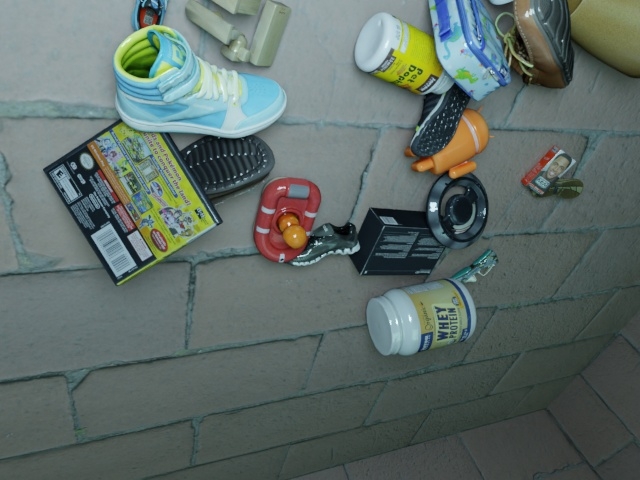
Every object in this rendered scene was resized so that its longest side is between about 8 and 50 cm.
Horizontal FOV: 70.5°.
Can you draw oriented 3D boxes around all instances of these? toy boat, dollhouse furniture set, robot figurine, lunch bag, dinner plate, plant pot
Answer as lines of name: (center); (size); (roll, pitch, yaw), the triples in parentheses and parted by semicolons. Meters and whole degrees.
toy boat: (-0.077, -0.035, 1.121); (0.151, 0.151, 0.231); (3, 127, -23)
dollhouse furniture set: (-0.156, -0.416, 0.825); (0.151, 0.123, 0.144); (-29, 152, -54)
robot figurine: (0.325, -0.247, 1.137); (0.219, 0.158, 0.128); (-28, 152, 1)
lunch bag: (0.294, -0.404, 0.907); (0.176, 0.219, 0.090); (25, 143, -38)
dinner plate: (0.462, -0.075, 1.441); (0.141, 0.017, 0.141); (-13, 134, -14)
plant pot: (0.655, -0.508, 1.001); (0.254, 0.237, 0.237); (8, 127, -13)

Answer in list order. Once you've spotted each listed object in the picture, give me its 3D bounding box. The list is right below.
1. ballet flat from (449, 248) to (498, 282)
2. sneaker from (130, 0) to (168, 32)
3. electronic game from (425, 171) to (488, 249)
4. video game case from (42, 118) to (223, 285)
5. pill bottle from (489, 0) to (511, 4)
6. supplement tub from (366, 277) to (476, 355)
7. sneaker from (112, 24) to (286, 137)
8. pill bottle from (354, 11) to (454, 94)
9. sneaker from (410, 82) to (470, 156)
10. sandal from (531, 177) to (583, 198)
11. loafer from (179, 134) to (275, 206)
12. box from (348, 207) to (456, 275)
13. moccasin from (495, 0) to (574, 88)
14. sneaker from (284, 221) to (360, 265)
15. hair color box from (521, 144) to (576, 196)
ballet flat: (0.551, 0.110, 1.612); (0.188, 0.070, 0.070); (-38, 135, 13)
sneaker: (-0.272, -0.406, 0.746); (0.063, 0.073, 0.162); (4, 128, -28)
electronic game: (0.397, -0.089, 1.304); (0.229, 0.048, 0.229); (-2, 94, -26)
video game case: (-0.370, -0.088, 0.899); (0.248, 0.035, 0.274); (-31, 92, 5)
pill bottle: (0.329, -0.562, 0.853); (0.118, 0.117, 0.208); (-39, 135, 13)
supplement tub: (0.339, 0.262, 1.545); (0.316, 0.228, 0.228); (-9, 134, -18)
sneaker: (-0.203, -0.278, 0.798); (0.319, 0.127, 0.208); (-8, 168, -16)
pill bottle: (0.186, -0.382, 0.952); (0.215, 0.117, 0.117); (9, 126, -31)
sneaker: (0.278, -0.302, 1.063); (0.084, 0.097, 0.234); (30, 95, -29)
sandal: (0.768, -0.176, 1.475); (0.180, 0.049, 0.072); (-2, 127, -4)
loafer: (-0.272, -0.125, 0.992); (0.366, 0.133, 0.130); (-17, 163, 3)
box: (0.241, 0.008, 1.353); (0.261, 0.103, 0.184); (2, 125, -27)
moccasin: (0.454, -0.422, 0.971); (0.380, 0.147, 0.139); (-10, 103, -58)
sneaker: (0.000, 0.000, 1.256); (0.234, 0.078, 0.106); (-12, 128, -16)
hair color box: (0.698, -0.212, 1.391); (0.072, 0.043, 0.141); (29, 115, -17)
